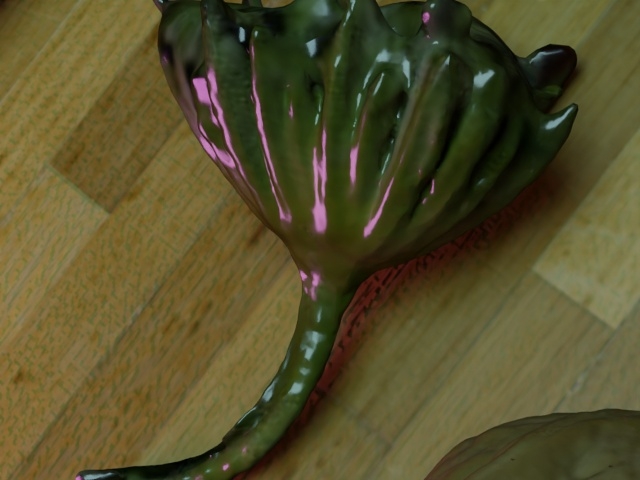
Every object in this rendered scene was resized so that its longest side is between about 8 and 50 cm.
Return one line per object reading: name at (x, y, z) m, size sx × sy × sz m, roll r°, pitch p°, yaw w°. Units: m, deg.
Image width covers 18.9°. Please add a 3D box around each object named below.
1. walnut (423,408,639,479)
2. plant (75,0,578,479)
walnut at (0.110, 0.201, 0.891) m, size 0.225 × 0.225 × 0.261 m, roll 20°, pitch 82°, yaw 29°
plant at (0.013, 0.000, 1.093) m, size 0.251 × 0.180 × 0.333 m, roll 14°, pitch 111°, yaw 21°
